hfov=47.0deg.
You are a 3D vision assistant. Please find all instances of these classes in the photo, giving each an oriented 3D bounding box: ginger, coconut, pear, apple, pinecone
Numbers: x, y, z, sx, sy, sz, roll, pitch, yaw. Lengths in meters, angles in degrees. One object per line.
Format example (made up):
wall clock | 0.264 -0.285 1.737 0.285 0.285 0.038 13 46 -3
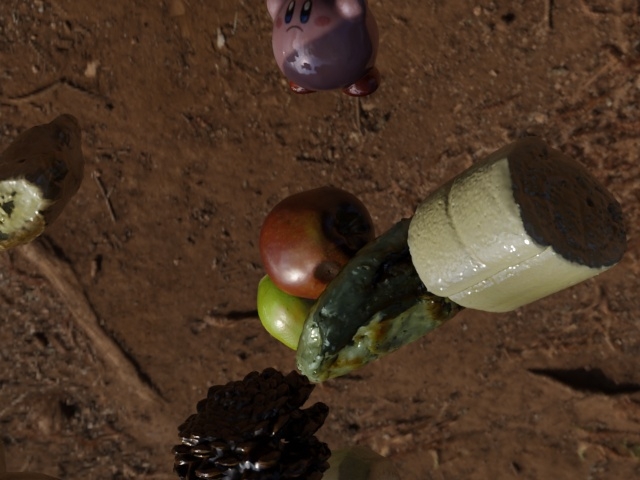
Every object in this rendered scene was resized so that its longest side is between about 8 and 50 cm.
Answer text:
ginger | -0.443 -0.093 1.136 0.130 0.275 0.221 35 143 -19
coconut | 0.018 0.490 1.286 0.266 0.237 0.237 -18 137 22
pear | -0.058 0.172 1.859 0.188 0.219 0.187 -31 168 -7
apple | 0.000 0.000 1.445 0.230 0.230 0.229 -10 134 -10
pinecone | -0.087 0.287 0.986 0.222 0.221 0.221 -10 134 -10

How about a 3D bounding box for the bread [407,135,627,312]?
bread | 0.179 -0.012 0.682 0.148 0.133 0.141 8 155 -31

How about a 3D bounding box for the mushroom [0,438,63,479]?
mushroom | -0.445 0.381 0.989 0.293 0.290 0.292 -12 131 -14

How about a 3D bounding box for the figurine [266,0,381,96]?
figurine | 0.007 -0.313 1.134 0.173 0.173 0.173 -10 134 -10

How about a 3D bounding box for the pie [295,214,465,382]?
pie | 0.113 0.108 1.267 0.418 0.180 0.395 -39 167 2
